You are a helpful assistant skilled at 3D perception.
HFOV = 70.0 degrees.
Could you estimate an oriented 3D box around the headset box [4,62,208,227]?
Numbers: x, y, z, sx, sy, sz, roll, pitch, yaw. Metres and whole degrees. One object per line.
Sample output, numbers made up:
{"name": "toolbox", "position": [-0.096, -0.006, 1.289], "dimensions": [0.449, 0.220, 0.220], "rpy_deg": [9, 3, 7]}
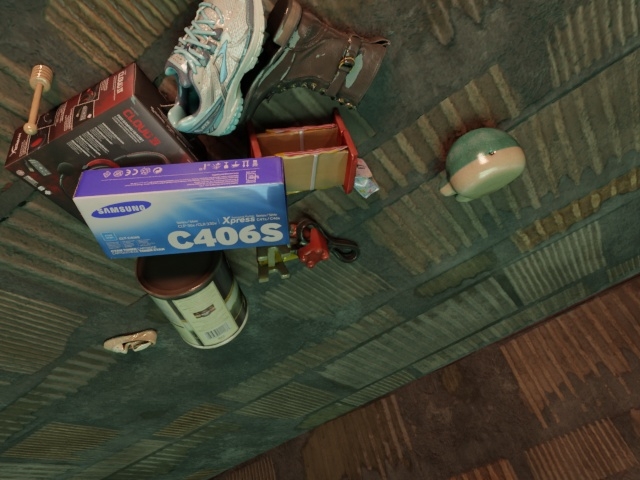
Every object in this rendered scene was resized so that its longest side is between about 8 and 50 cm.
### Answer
{"name": "headset box", "position": [-0.365, -0.164, 0.842], "dimensions": [0.293, 0.110, 0.218], "rpy_deg": [-24, 141, 9]}

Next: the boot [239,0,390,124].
{"name": "boot", "position": [-0.018, -0.290, 0.839], "dimensions": [0.229, 0.091, 0.263], "rpy_deg": [15, 130, -34]}

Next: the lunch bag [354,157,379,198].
{"name": "lunch bag", "position": [0.094, -0.151, 1.069], "dimensions": [0.053, 0.071, 0.083], "rpy_deg": [-36, 138, 19]}

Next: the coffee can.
{"name": "coffee can", "position": [-0.309, 0.122, 1.144], "dimensions": [0.201, 0.201, 0.275], "rpy_deg": [-15, 143, -4]}

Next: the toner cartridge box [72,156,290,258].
{"name": "toner cartridge box", "position": [-0.234, -0.056, 0.834], "dimensions": [0.348, 0.075, 0.165], "rpy_deg": [-5, 139, -2]}

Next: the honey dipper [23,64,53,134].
{"name": "honey dipper", "position": [-0.438, -0.217, 0.705], "dimensions": [0.030, 0.161, 0.030], "rpy_deg": [-11, 141, -9]}

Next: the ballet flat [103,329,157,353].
{"name": "ballet flat", "position": [-0.585, 0.317, 1.398], "dimensions": [0.168, 0.052, 0.057], "rpy_deg": [-16, 143, -2]}

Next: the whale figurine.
{"name": "whale figurine", "position": [0.387, -0.181, 1.128], "dimensions": [0.216, 0.141, 0.272], "rpy_deg": [-22, 167, 6]}

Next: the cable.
{"name": "cable", "position": [0.000, 0.000, 1.258], "dimensions": [0.287, 0.072, 0.139], "rpy_deg": [0, 123, -40]}

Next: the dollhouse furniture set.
{"name": "dollhouse furniture set", "position": [-0.054, -0.087, 1.022], "dimensions": [0.201, 0.152, 0.374], "rpy_deg": [-8, 140, -13]}

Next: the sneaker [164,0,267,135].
{"name": "sneaker", "position": [-0.173, -0.288, 0.717], "dimensions": [0.122, 0.110, 0.283], "rpy_deg": [-20, 141, -43]}
